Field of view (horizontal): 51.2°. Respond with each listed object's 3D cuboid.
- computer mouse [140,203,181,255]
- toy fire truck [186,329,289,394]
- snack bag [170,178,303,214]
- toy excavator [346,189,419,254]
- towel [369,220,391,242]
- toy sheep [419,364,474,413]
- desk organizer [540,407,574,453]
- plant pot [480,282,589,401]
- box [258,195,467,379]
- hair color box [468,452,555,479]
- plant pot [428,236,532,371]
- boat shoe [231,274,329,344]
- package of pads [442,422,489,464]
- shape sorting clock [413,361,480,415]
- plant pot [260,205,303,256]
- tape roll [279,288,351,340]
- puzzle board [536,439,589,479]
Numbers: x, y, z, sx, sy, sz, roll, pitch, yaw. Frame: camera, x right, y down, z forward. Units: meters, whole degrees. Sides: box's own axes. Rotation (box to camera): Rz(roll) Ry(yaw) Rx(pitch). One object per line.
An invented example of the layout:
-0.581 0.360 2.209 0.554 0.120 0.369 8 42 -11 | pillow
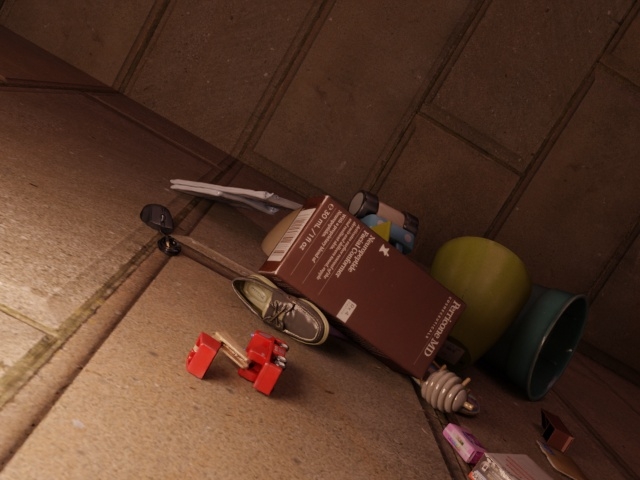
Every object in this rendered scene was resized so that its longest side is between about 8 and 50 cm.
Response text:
-0.336 -0.030 1.432 0.071 0.041 0.242 26 11 -32 | computer mouse
-0.119 0.171 1.003 0.135 0.047 0.192 29 8 -4 | toy fire truck
-0.214 -0.117 1.965 0.343 0.037 0.323 10 -3 28 | snack bag
0.172 0.072 2.043 0.222 0.445 0.433 25 -31 -25 | toy excavator
0.145 0.063 1.827 0.021 0.237 0.102 30 -31 -33 | towel
0.256 0.305 1.352 0.132 0.091 0.091 21 0 43 | toy sheep
0.566 0.462 1.633 0.050 0.047 0.130 28 9 -1 | desk organizer
0.566 0.248 2.010 0.334 0.341 0.341 27 5 35 | plant pot
0.086 0.098 1.360 0.381 0.191 0.143 37 -13 -16 | box
0.336 0.412 1.135 0.167 0.053 0.093 23 13 -46 | hair color box
0.371 0.185 1.731 0.275 0.275 0.293 32 49 8 | plant pot
-0.084 0.131 1.265 0.223 0.080 0.073 31 14 33 | boat shoe
0.263 0.368 1.205 0.050 0.032 0.083 24 11 -30 | package of pads
0.269 0.315 1.493 0.206 0.040 0.206 29 9 -5 | shape sorting clock
0.000 0.000 1.880 0.284 0.191 0.284 29 8 -5 | plant pot
0.003 0.120 1.553 0.275 0.090 0.275 31 9 -5 | tape roll
0.535 0.493 1.473 0.096 0.011 0.128 28 8 -7 | puzzle board
